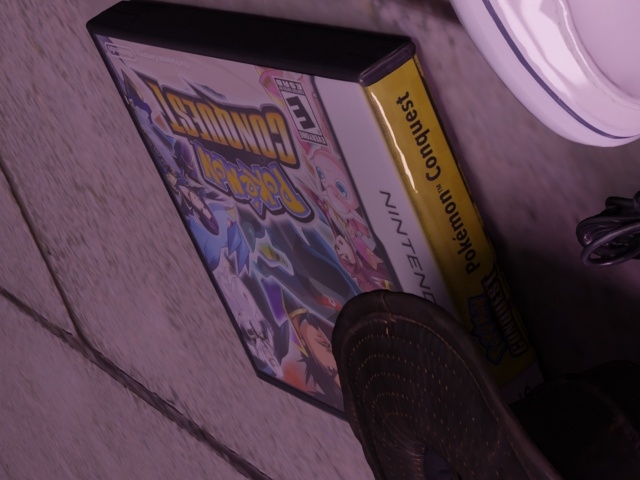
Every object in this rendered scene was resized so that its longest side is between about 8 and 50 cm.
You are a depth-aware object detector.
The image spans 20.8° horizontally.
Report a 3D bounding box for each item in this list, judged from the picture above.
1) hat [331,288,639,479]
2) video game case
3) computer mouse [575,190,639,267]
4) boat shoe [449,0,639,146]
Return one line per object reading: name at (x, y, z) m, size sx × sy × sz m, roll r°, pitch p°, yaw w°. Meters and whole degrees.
hat at (0.131, 0.152, 0.719) m, size 0.331 × 0.134 × 0.331 m, roll 58°, pitch 162°, yaw 31°
video game case at (0.000, 0.000, 0.901) m, size 0.275 × 0.035 × 0.248 m, roll 18°, pitch 138°, yaw 55°
computer mouse at (0.177, 0.052, 0.616) m, size 0.193 × 0.042 × 0.106 m, roll 56°, pitch 144°, yaw 2°
boat shoe at (0.073, -0.125, 0.517) m, size 0.076 × 0.083 × 0.226 m, roll 19°, pitch 138°, yaw 56°
